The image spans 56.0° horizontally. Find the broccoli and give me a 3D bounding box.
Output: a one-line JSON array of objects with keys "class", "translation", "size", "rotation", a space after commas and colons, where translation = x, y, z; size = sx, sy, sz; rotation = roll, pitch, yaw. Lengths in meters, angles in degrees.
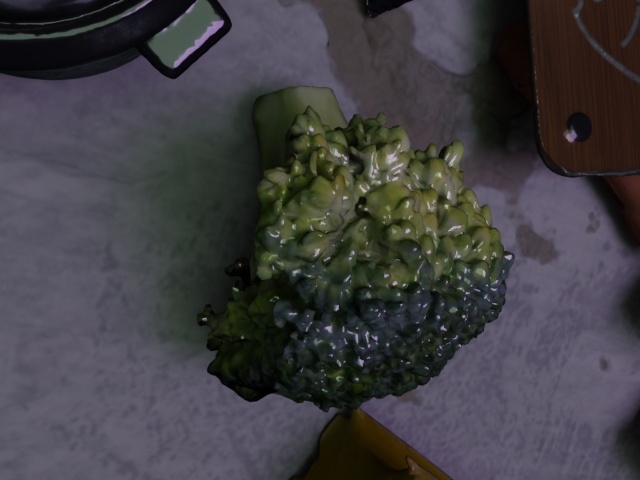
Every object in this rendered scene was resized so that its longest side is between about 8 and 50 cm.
[{"class": "broccoli", "translation": [0.000, 0.000, 0.442], "size": [0.263, 0.247, 0.243], "rotation": [13, 57, -57]}]

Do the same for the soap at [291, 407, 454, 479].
[{"class": "soap", "translation": [0.073, 0.365, 0.534], "size": [0.335, 0.156, 0.293], "rotation": [43, 80, -20]}]

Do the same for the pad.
[{"class": "pad", "translation": [0.297, -0.200, 0.516], "size": [0.284, 0.018, 0.287], "rotation": [-5, 89, -15]}]

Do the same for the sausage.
[{"class": "sausage", "translation": [0.274, -0.088, 0.565], "size": [0.304, 0.078, 0.078], "rotation": [44, 84, -19]}]

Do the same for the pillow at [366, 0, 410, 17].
[{"class": "pillow", "translation": [0.086, -0.273, 0.436], "size": [0.141, 0.055, 0.208], "rotation": [-21, 145, -11]}]

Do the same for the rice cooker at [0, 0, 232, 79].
[{"class": "rice cooker", "translation": [-0.165, -0.207, 0.322], "size": [0.241, 0.227, 0.280], "rotation": [-43, 109, -8]}]
